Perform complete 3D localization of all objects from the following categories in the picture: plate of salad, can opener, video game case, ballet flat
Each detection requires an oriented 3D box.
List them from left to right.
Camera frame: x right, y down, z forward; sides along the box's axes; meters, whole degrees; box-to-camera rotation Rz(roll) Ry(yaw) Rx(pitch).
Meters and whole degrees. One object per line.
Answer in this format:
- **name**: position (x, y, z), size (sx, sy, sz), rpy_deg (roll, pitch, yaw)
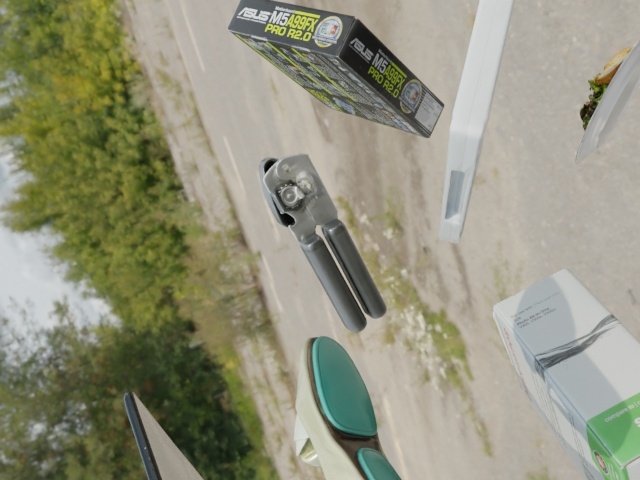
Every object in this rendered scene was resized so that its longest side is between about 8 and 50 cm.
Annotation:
- **can opener**: position (0.000, 0.000, 1.130), size (0.284, 0.076, 0.095), rpy_deg (62, 165, -20)
- **ballet flat**: position (0.018, 0.192, 0.680), size (0.248, 0.086, 0.086), rpy_deg (-117, 12, -47)
- **video game case**: position (0.136, -0.129, 0.656), size (0.285, 0.025, 0.204), rpy_deg (66, -142, -74)
- **plate of salad**: position (0.393, -0.198, 1.064), size (0.048, 0.200, 0.200), rpy_deg (30, 153, 20)

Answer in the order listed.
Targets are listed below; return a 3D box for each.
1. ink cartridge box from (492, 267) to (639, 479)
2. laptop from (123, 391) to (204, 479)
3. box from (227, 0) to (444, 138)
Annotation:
- **ink cartridge box**: position (0.353, 0.204, 0.975), size (0.211, 0.121, 0.289), rpy_deg (62, 179, -38)
- **laptop**: position (0.016, 0.356, 0.827), size (0.408, 0.236, 0.382), rpy_deg (57, 170, 41)
- **box**: position (0.029, -0.249, 1.128), size (0.216, 0.060, 0.270), rpy_deg (25, 179, 38)
